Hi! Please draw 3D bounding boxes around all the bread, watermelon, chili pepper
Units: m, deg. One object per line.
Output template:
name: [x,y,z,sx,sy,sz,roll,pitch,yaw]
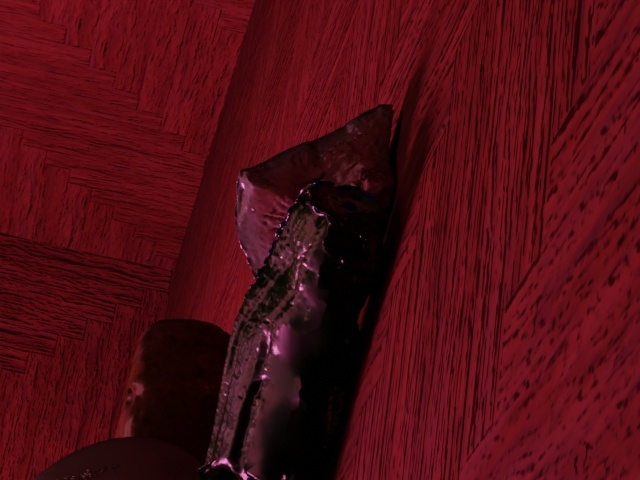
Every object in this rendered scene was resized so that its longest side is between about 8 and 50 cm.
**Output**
bread: [-0.103,0.172,1.491,0.230,0.123,0.230,-171,90,-87]
watermelon: [-0.002,0.001,1.186,0.080,0.101,0.155,-113,25,-60]
chili pepper: [-0.015,0.071,1.145,0.098,0.061,0.224,32,115,40]

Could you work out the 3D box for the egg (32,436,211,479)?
egg: [-0.143,0.269,1.276,0.203,0.203,0.282,122,160,-71]
